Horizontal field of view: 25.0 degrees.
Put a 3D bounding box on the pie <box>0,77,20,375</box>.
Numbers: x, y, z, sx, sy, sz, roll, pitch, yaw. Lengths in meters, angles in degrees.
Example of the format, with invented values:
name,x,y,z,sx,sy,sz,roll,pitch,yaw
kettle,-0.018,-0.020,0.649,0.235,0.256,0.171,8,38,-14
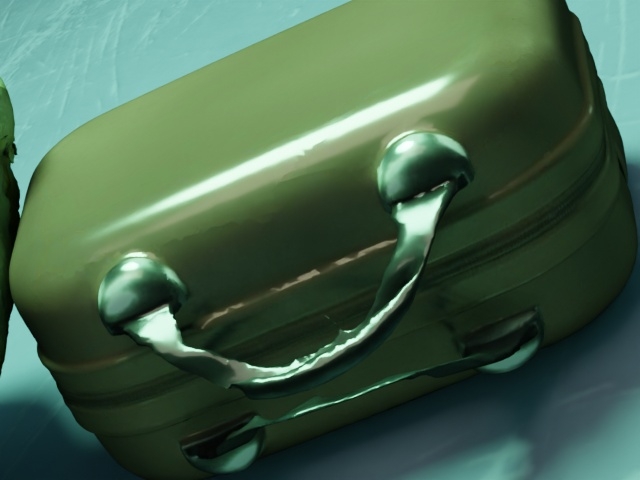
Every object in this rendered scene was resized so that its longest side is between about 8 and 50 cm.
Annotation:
name,x,y,z,sx,sy,sz,roll,pitch,yaw
pie,-0.214,0.051,0.736,0.105,0.257,0.274,13,30,-11

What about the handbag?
name,x,y,z,sx,sy,sz,roll,pitch,yaw
handbag,0.000,0.000,0.683,0.302,0.149,0.283,-21,23,11
